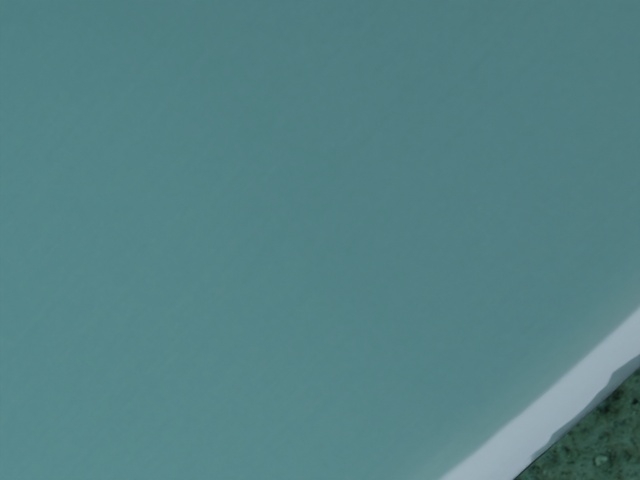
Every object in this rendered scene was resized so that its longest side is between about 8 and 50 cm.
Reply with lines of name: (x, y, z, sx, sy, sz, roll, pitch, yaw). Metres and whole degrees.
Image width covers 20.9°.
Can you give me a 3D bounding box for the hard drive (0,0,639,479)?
hard drive: (-0.023, -0.048, 0.363, 0.353, 0.233, 0.047, -47, -172, 23)
